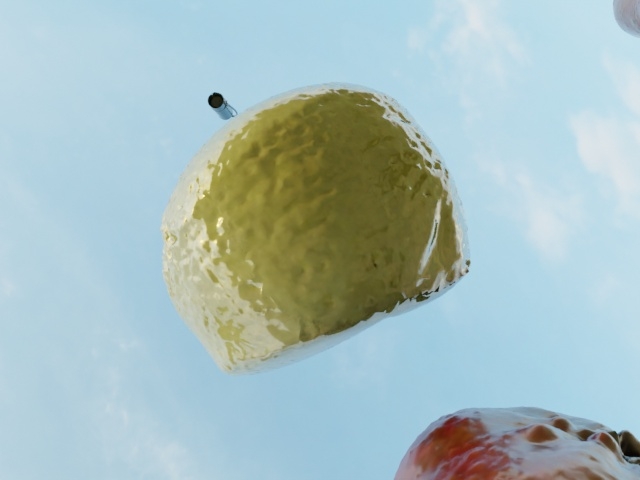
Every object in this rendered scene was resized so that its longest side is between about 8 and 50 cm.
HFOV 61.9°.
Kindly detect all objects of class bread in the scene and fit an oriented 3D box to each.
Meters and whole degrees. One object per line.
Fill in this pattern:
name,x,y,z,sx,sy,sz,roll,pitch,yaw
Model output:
bread,-0.005,-0.011,0.567,0.320,0.320,0.237,-19,-102,-25

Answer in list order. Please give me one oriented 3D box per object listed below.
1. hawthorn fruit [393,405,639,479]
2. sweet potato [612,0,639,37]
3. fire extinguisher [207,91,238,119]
hawthorn fruit,0.148,0.282,0.361,0.287,0.287,0.330,21,-90,-9
sweet potato,0.270,-0.184,0.410,0.078,0.058,0.255,16,-154,17
fire extinguisher,-0.150,-0.205,0.833,0.038,0.083,0.025,14,-93,3
